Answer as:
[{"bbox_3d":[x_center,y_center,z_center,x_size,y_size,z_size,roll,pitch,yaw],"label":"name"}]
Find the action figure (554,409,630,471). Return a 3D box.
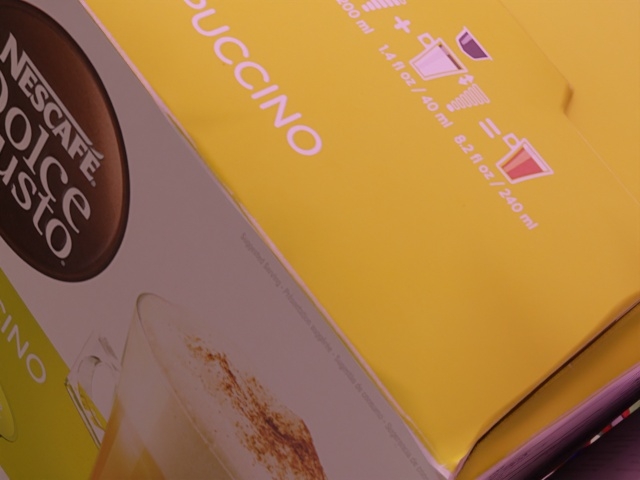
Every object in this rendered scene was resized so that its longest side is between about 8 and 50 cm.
[{"bbox_3d":[0.145,0.122,1.149,0.280,0.092,0.139,-2,-22,-44],"label":"action figure"}]

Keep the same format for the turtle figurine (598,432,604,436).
[{"bbox_3d":[0.261,0.075,1.345,0.175,0.118,0.234,-45,10,-7],"label":"turtle figurine"}]

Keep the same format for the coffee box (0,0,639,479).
[{"bbox_3d":[0.000,0.000,0.895,0.338,0.338,0.334,-27,-17,-40],"label":"coffee box"}]

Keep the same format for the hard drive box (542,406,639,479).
[{"bbox_3d":[0.198,0.120,0.808,0.232,0.089,0.181,-34,-1,-12],"label":"hard drive box"}]
